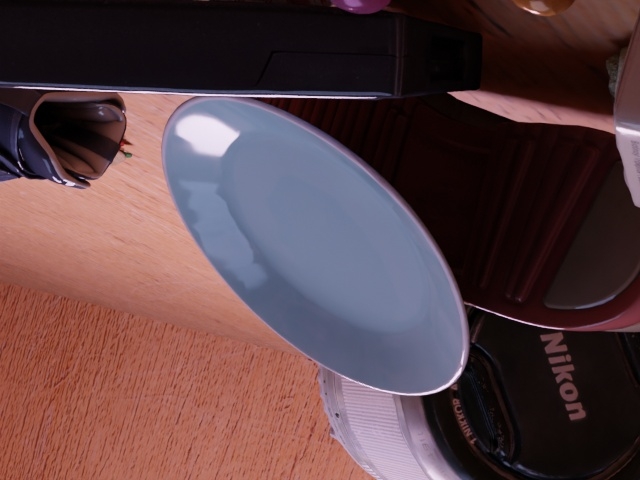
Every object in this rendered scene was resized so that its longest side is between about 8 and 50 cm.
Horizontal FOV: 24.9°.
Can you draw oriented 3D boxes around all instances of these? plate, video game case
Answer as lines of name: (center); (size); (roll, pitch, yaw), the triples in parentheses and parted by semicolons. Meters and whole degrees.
plate: (0.000, 0.000, 0.706); (0.188, 0.024, 0.188); (31, 148, 22)
video game case: (-0.080, -0.082, 0.620); (0.274, 0.035, 0.248); (4, -173, 12)

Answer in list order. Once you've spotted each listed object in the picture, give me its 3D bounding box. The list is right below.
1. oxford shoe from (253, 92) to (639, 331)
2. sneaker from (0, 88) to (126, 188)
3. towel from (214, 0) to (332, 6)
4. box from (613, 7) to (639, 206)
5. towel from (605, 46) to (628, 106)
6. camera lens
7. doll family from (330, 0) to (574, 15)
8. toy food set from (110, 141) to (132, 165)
oxford shoe: (0.071, -0.018, 0.788); (0.130, 0.123, 0.348); (14, -173, -44)
sneaker: (-0.218, -0.078, 1.115); (0.163, 0.086, 0.226); (18, 170, 13)
towel: (-0.106, -0.127, 0.638); (0.197, 0.029, 0.144); (2, 175, 22)
box: (0.245, -0.037, 0.489); (0.275, 0.094, 0.113); (14, 170, 18)
towel: (0.194, -0.052, 0.700); (0.110, 0.027, 0.148); (14, 170, 17)
camera lens: (0.129, 0.102, 1.123); (0.219, 0.219, 0.274); (20, 171, -14)
doll family: (0.088, -0.104, 0.388); (0.263, 0.118, 0.163); (33, 167, 8)
toy food set: (-0.204, -0.085, 1.249); (0.083, 0.020, 0.082); (23, 169, -28)
